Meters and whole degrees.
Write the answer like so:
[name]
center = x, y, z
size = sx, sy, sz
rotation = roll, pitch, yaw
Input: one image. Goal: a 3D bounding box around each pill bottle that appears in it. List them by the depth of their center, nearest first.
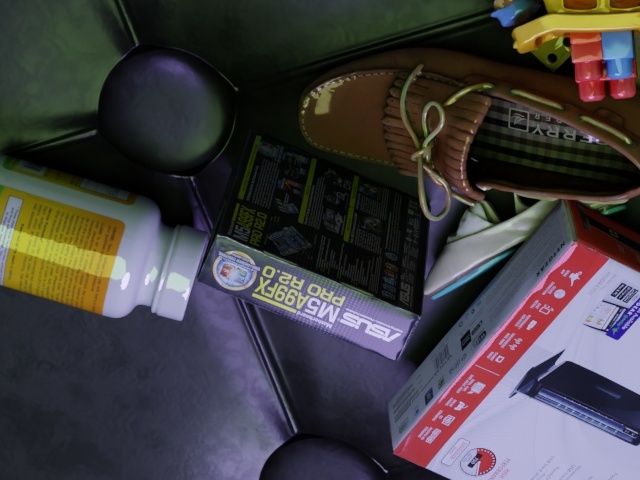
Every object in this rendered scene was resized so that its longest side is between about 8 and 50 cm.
[pill bottle]
center = -0.251, 0.005, 2.099
size = 0.246, 0.136, 0.136
rotation = 17, 117, -2

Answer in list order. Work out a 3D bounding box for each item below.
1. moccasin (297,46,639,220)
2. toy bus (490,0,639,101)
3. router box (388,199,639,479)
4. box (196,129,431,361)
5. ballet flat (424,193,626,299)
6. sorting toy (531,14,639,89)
[moccasin]
center = 0.156, -0.102, 1.980
size = 0.380, 0.147, 0.139
rotation = 14, 123, 14
[toy bus]
center = 0.237, -0.239, 1.884
size = 0.220, 0.149, 0.211
rotation = -1, 94, 11
[router box]
center = 0.288, 0.148, 2.099
size = 0.301, 0.082, 0.335
rotation = 25, 121, -21
[box]
center = 0.000, 0.000, 1.997
size = 0.216, 0.270, 0.060
rotation = 22, 115, -6
[ballet flat]
center = 0.206, -0.022, 2.080
size = 0.248, 0.086, 0.086
rotation = -26, 111, 16
[sorting toy]
center = 0.346, -0.188, 1.983
size = 0.274, 0.046, 0.132
rotation = 22, 117, 8
